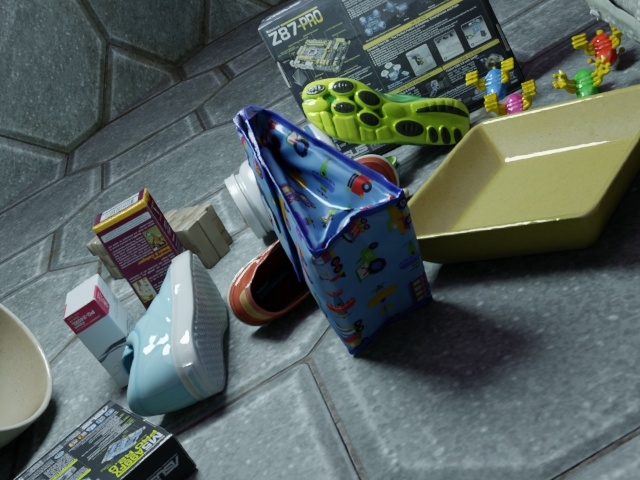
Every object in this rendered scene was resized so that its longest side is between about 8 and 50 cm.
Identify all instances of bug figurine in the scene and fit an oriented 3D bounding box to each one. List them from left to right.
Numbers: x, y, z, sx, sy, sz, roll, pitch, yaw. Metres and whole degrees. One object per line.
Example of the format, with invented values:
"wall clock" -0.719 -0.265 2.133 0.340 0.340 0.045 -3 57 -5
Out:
"bug figurine" 0.382 -0.267 1.673 0.279 0.072 0.216 -15 31 23

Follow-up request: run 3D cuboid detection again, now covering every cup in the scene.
"cup" -0.624 0.244 1.558 0.237 0.331 0.331 -50 14 20

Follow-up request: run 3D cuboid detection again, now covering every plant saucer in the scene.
"plant saucer" 0.289 -0.076 1.347 0.333 0.081 0.333 -8 29 44

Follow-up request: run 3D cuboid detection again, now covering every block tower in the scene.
"block tower" -0.311 0.005 1.937 0.335 0.097 0.091 -5 32 44

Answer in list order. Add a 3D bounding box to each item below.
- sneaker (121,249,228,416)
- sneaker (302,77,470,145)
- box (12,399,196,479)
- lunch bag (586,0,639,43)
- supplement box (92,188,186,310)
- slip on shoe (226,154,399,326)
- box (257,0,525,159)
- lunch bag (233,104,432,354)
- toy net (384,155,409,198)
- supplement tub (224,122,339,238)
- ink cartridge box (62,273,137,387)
"sneaker" -0.229 0.130 1.483 0.150 0.135 0.366 -25 20 6
"sneaker" 0.108 -0.211 1.747 0.296 0.109 0.123 9 -1 -10
"box" -0.314 0.326 1.251 0.270 0.060 0.216 -40 24 -24
"lunch bag" 0.553 -0.384 1.487 0.256 0.212 0.305 -22 29 4
"supplement box" -0.301 0.020 1.751 0.104 0.188 0.081 -29 20 4
"slip on shoe" 0.000 0.000 1.477 0.331 0.123 0.101 -44 9 -14
"box" 0.130 -0.345 1.838 0.395 0.318 0.097 -25 21 14
"lunch bag" -0.007 -0.037 1.292 0.138 0.221 0.293 -34 50 -11
"toy net" 0.087 -0.064 1.633 0.122 0.045 0.232 -26 21 9
"supplement tub" -0.054 -0.104 1.770 0.200 0.144 0.144 -29 21 0
"ink cartridge box" -0.330 0.142 1.567 0.063 0.150 0.109 -34 21 2
